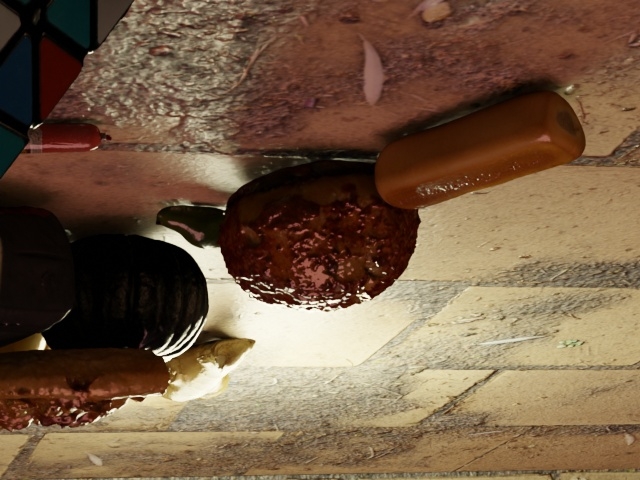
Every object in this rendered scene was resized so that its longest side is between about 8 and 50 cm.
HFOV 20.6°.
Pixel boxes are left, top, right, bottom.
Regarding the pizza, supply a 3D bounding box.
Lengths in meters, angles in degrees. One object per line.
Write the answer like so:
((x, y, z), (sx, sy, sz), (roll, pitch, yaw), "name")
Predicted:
((-0.329, 0.186, 2.119), (0.336, 0.086, 0.226), (-7, 163, 11), "pizza")

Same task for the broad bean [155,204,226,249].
((-0.112, -0.010, 2.137), (0.061, 0.046, 0.195), (-20, 158, 34), "broad bean")

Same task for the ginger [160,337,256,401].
((-0.174, 0.195, 2.715), (0.148, 0.081, 0.334), (-2, 164, -21), "ginger")

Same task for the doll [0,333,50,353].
((-0.400, 0.122, 2.311), (0.162, 0.167, 0.269), (-50, 159, 6), "doll")

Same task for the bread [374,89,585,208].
((0.164, -0.097, 1.871), (0.239, 0.074, 0.092), (-17, 153, 37), "bread")

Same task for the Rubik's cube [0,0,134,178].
((-0.335, -0.161, 1.438), (0.234, 0.250, 0.284), (10, 174, 23), "Rubik's cube")

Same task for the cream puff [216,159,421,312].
((0.001, 0.000, 2.016), (0.240, 0.164, 0.240), (-2, 157, -1), "cream puff")

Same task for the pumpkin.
((-0.247, 0.075, 2.185), (0.221, 0.161, 0.220), (-2, 172, 0), "pumpkin")

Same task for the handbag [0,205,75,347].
((-0.424, 0.043, 2.025), (0.254, 0.181, 0.181), (-17, 166, 38), "handbag")

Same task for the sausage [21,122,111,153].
((-0.341, -0.105, 1.808), (0.253, 0.034, 0.034), (-2, 163, -8), "sausage")
